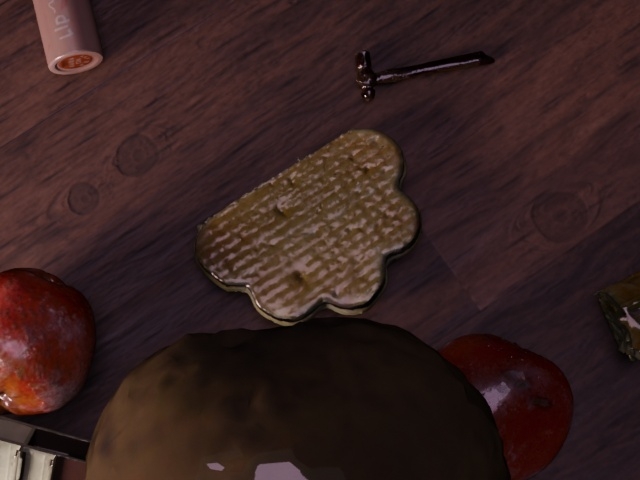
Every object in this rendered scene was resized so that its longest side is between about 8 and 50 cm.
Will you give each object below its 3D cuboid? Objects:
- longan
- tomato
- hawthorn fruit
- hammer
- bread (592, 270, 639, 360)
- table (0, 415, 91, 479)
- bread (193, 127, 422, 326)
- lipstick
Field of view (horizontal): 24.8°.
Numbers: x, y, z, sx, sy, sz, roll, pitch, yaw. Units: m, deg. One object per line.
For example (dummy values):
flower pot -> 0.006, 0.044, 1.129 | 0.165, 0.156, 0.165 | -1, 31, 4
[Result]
longan -> -0.021, 0.282, 1.502 | 0.435, 0.404, 0.404 | -10, 76, -19
tomato -> 0.202, 0.194, 1.682 | 0.189, 0.099, 0.173 | 29, 75, 4
hawthorn fruit -> -0.335, 0.113, 1.655 | 0.172, 0.173, 0.173 | 0, 76, -2
hammer -> 0.131, -0.219, 1.820 | 0.178, 0.021, 0.065 | -11, 76, -5
bread -> 0.465, 0.052, 1.732 | 0.269, 0.098, 0.087 | -23, 120, -7
table -> -0.338, 0.282, 1.612 | 0.240, 0.111, 0.122 | 14, 119, 2
bread -> 0.000, 0.000, 1.744 | 0.286, 0.056, 0.207 | -29, 76, -8
lipstick -> -0.331, -0.336, 1.808 | 0.070, 0.070, 0.254 | -14, 77, -5
